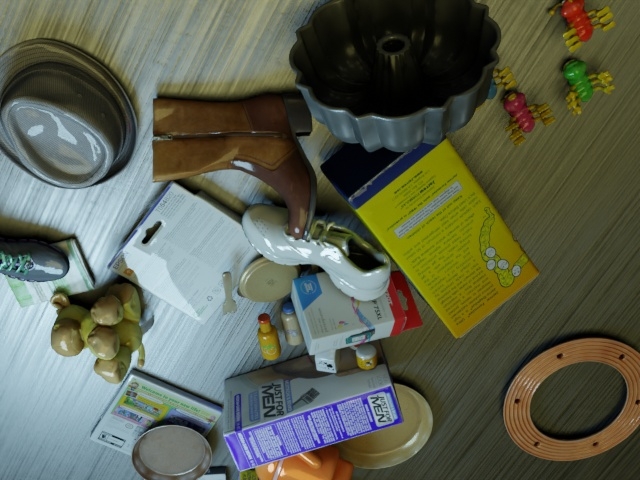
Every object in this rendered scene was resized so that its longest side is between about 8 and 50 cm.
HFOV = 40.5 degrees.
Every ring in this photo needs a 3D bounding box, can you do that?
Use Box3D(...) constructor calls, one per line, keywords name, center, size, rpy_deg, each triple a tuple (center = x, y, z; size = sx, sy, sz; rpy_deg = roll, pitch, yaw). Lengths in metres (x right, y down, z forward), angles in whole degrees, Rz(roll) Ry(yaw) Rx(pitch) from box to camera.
Box3D(name="ring", center=(0.563, 0.347, 1.902), size=(0.337, 0.032, 0.336), rpy_deg=(-3, 117, -5))

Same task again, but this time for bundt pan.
Box3D(name="bundt pan", center=(0.122, -0.267, 1.382), size=(0.331, 0.330, 0.124), rpy_deg=(-14, 141, 1))

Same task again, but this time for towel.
Box3D(name="towel", center=(-0.515, 0.060, 1.635), size=(0.152, 0.023, 0.113), rpy_deg=(-14, 116, 4))

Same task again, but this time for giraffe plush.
Box3D(name="giraffe plush", center=(-0.430, 0.166, 1.627), size=(0.171, 0.210, 0.181), rpy_deg=(3, 89, 10))

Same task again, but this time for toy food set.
Box3D(name="toy food set", center=(-0.099, 0.071, 1.655), size=(0.192, 0.038, 0.132), rpy_deg=(-12, 134, -15))
Box3D(name="toy food set", center=(-0.002, 0.176, 1.683), size=(0.232, 0.111, 0.104), rpy_deg=(6, 132, 18))

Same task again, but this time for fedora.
Box3D(name="fedora", center=(-0.442, -0.188, 1.450), size=(0.244, 0.124, 0.275), rpy_deg=(-37, 116, 12))

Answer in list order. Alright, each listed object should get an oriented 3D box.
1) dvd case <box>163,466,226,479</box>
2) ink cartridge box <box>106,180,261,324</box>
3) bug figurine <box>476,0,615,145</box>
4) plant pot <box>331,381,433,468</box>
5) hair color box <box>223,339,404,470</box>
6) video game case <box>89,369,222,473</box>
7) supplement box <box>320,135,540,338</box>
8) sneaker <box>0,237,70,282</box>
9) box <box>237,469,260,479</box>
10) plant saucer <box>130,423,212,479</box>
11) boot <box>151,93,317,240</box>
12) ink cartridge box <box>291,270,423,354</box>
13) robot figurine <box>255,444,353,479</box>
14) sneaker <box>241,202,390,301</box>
Box3D(name="dvd case", center=(-0.296, 0.611, 1.944), size=(0.179, 0.029, 0.238), rpy_deg=(-2, 119, -6))
Box3D(name="ink cartridge box", center=(-0.246, 0.020, 1.627), size=(0.224, 0.045, 0.223), rpy_deg=(34, 108, -21))
Box3D(name="bug figurine", center=(0.383, -0.295, 1.518), size=(0.279, 0.072, 0.216), rpy_deg=(-30, 123, 4))
Box3D(name="plant pot", center=(0.124, 0.394, 1.876), size=(0.236, 0.032, 0.236), rpy_deg=(-2, 118, -4))
Box3D(name="hair color box", center=(-0.020, 0.320, 1.732), size=(0.339, 0.185, 0.110), rpy_deg=(-16, 117, 2))
Box3D(name="video game case", center=(-0.345, 0.384, 1.822), size=(0.212, 0.023, 0.193), rpy_deg=(28, 112, -18))
Box3D(name="supplement box", center=(0.194, -0.037, 1.547), size=(0.195, 0.194, 0.356), rpy_deg=(-39, 116, 2))
Box3D(name="sneaker", center=(-0.570, 0.040, 1.555), size=(0.224, 0.098, 0.083), rpy_deg=(12, 108, -4))
Box3D(name="box", center=(-0.062, 0.616, 1.868), size=(0.243, 0.213, 0.117), rpy_deg=(6, 117, -9))
Box3D(name="plant saucer", center=(-0.313, 0.448, 1.828), size=(0.169, 0.029, 0.168), rpy_deg=(-3, 118, -5))
Box3D(name="boot", center=(-0.149, -0.123, 1.486), size=(0.281, 0.096, 0.264), rpy_deg=(-4, 91, -5))
Box3D(name="ink cartridge box", center=(0.073, 0.120, 1.640), size=(0.231, 0.134, 0.078), rpy_deg=(-13, 152, -12))
Box3D(name="robot figurine", center=(-0.043, 0.474, 1.832), size=(0.220, 0.158, 0.128), rpy_deg=(19, 91, 2))
Box3D(name="sneaker", center=(0.000, 0.000, 1.565), size=(0.297, 0.111, 0.129), rpy_deg=(23, 155, 0))
